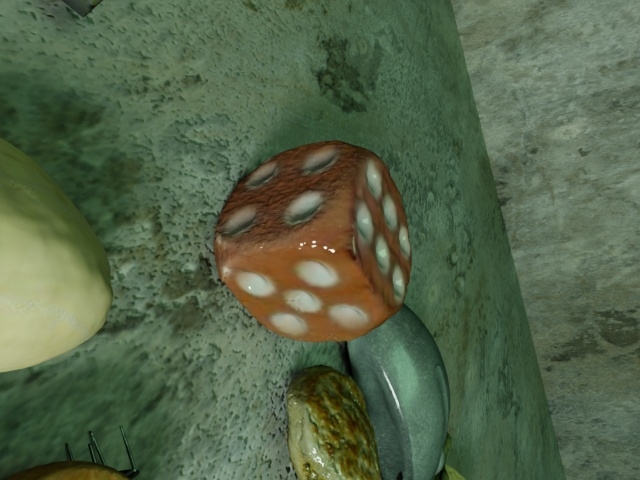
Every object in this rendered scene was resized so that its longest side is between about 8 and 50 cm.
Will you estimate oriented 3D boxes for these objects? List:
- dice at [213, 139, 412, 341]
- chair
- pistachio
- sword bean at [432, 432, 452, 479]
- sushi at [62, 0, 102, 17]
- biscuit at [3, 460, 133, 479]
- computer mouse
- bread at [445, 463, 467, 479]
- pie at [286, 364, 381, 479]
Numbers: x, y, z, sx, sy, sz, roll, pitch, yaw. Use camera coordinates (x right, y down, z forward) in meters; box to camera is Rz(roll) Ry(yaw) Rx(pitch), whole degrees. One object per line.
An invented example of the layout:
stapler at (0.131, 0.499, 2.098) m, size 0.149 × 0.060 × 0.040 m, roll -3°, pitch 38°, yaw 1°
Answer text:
dice at (0.000, 0.000, 0.642) m, size 0.175 × 0.179 × 0.174 m, roll 54°, pitch 36°, yaw -35°
chair at (-0.158, 0.185, 0.414) m, size 0.037 × 0.042 × 0.086 m, roll -18°, pitch 95°, yaw -59°
pistachio at (-0.200, 0.005, 0.317) m, size 0.200 × 0.117 × 0.145 m, roll 25°, pitch 73°, yaw -57°
sword bean at (0.210, 0.419, 0.974) m, size 0.269 × 0.043 × 0.038 m, roll -49°, pitch 143°, yaw -69°
sushi at (-0.236, -0.322, 0.405) m, size 0.273 × 0.134 × 0.109 m, roll 41°, pitch 30°, yaw -29°
biscuit at (-0.244, 0.199, 0.220) m, size 0.432 × 0.064 × 0.283 m, roll 9°, pitch 77°, yaw -60°
computer mouse at (0.144, 0.255, 0.883) m, size 0.203 × 0.114 × 0.374 m, roll -45°, pitch 120°, yaw -59°
bread at (0.207, 0.523, 0.995) m, size 0.178 × 0.135 × 0.240 m, roll 47°, pitch 26°, yaw 12°
pie at (0.016, 0.237, 0.689) m, size 0.193 × 0.079 × 0.163 m, roll 43°, pitch 36°, yaw -49°
